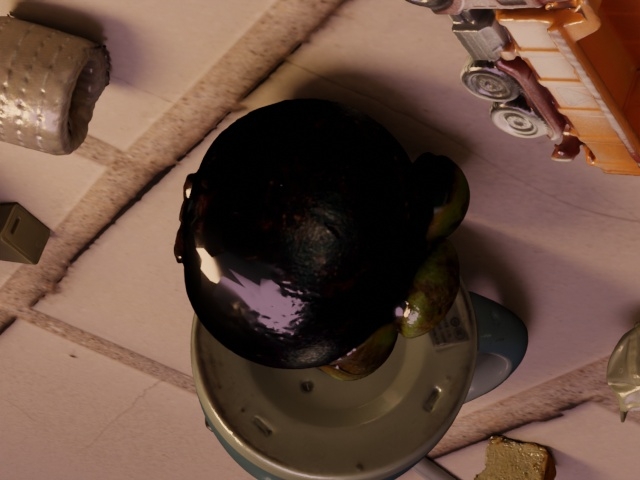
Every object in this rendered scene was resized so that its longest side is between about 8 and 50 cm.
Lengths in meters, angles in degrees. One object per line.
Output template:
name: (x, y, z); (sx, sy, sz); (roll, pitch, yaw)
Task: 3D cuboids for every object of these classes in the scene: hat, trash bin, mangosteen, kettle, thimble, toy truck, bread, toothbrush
hat: (0.319, 0.112, 1.634); (0.122, 0.081, 0.166); (-25, 166, 1)
trash bin: (-0.337, -0.008, 1.864); (0.092, 0.043, 0.061); (4, 152, 37)
mangosteen: (0.000, 0.000, 1.435); (0.243, 0.243, 0.243); (15, 156, 7)
kettle: (0.042, 0.126, 1.687); (0.319, 0.247, 0.342); (-8, 163, -4)
thimble: (-0.231, -0.125, 1.469); (0.090, 0.102, 0.115); (16, -175, 6)
toy truck: (0.150, -0.146, 1.139); (0.135, 0.114, 0.270); (4, 153, 36)
bread: (0.217, 0.268, 2.008); (0.083, 0.077, 0.070); (8, 150, 20)
toothbrush: (0.118, 0.270, 2.138); (0.025, 0.030, 0.342); (0, 152, 45)
